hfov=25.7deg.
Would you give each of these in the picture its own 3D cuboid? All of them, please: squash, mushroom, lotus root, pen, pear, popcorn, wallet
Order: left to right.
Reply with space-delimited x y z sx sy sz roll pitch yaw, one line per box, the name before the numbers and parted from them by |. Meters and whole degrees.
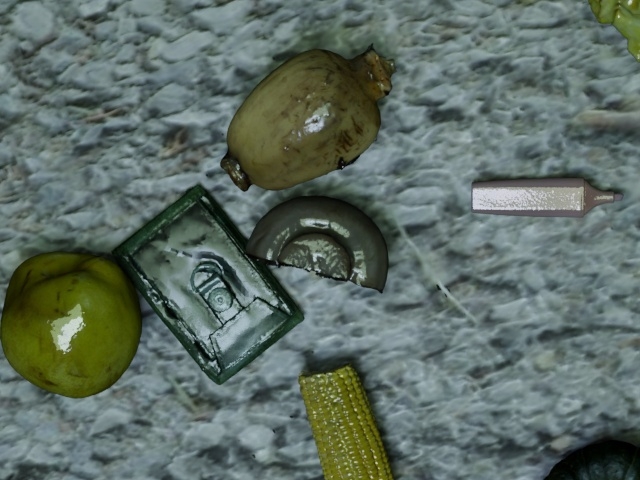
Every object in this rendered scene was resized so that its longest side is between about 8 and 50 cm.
pear | -0.330 0.114 1.860 0.200 0.200 0.200 1 101 6
wallet | -0.154 0.061 1.898 0.160 0.055 0.236 -38 94 5
lotus root | -0.017 -0.151 1.796 0.257 0.140 0.154 -37 88 17
mushroom | 0.000 0.000 1.828 0.188 0.141 0.117 10 80 2
pen | 0.296 -0.057 1.834 0.197 0.032 0.053 1 100 9
squash | 0.381 0.371 1.833 0.218 0.172 0.218 -1 99 -6
popcorn | 0.402 -0.304 1.711 0.142 0.173 0.174 -10 100 19

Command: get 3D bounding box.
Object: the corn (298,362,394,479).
corn | 0.041 0.284 1.896 0.093 0.093 0.244 -16 99 9
